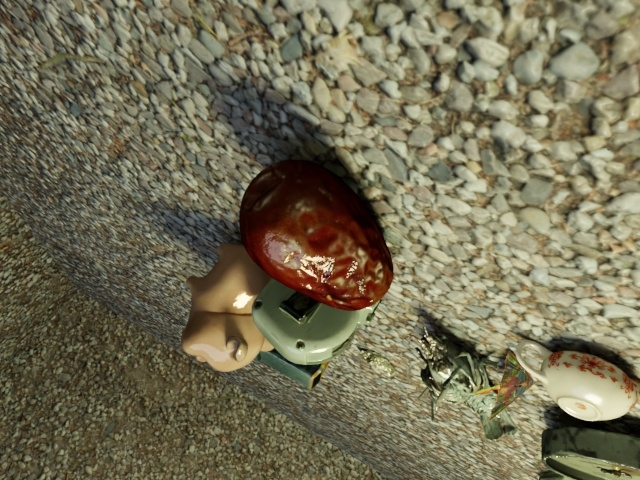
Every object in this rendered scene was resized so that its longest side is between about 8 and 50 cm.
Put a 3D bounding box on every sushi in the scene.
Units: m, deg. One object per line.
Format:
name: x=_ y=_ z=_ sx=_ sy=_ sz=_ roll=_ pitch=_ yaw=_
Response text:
sushi: x=0.595 y=0.430 z=1.127 sx=0.083 sy=0.044 sz=0.046 roll=5 pitch=141 yaw=44

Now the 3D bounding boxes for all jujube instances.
jujube: x=0.000 y=0.000 z=0.878 sx=0.223 sy=0.223 sz=0.318 roll=-2 pitch=145 yaw=47

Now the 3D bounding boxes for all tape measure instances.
tape measure: x=-0.017 y=0.159 z=1.135 sx=0.243 sy=0.246 sz=0.125 roll=30 pitch=149 yaw=18

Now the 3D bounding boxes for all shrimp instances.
shrimp: x=0.334 y=0.342 z=1.153 sx=0.221 sy=0.166 sz=0.410 roll=-30 pitch=133 yaw=23

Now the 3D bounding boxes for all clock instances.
clock: x=0.672 y=0.510 z=1.105 sx=0.324 sy=0.067 sz=0.325 roll=16 pitch=152 yaw=9

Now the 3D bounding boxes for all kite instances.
kite: x=0.411 y=0.323 z=1.084 sx=0.010 sy=0.159 sz=0.190 roll=-135 pitch=48 yaw=-61

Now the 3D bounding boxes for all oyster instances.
oyster: x=0.164 y=0.371 z=1.476 sx=0.100 sy=0.037 sz=0.098 roll=-2 pitch=136 yaw=47

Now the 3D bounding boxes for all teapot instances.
teapot: x=0.492 y=0.269 z=0.934 sx=0.245 sy=0.116 sz=0.159 roll=31 pitch=163 yaw=15

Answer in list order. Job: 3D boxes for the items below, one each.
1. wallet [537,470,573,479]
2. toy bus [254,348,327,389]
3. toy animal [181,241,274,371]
wallet: x=0.815 y=0.777 z=1.420 sx=0.309 sy=0.077 sz=0.223 roll=22 pitch=153 yaw=15
toy bus: x=-0.112 y=0.279 z=1.445 sx=0.323 sy=0.194 sz=0.162 roll=26 pitch=152 yaw=11
toy animal: x=-0.226 y=0.175 z=1.267 sx=0.269 sy=0.326 sz=0.237 roll=41 pitch=-174 yaw=18
